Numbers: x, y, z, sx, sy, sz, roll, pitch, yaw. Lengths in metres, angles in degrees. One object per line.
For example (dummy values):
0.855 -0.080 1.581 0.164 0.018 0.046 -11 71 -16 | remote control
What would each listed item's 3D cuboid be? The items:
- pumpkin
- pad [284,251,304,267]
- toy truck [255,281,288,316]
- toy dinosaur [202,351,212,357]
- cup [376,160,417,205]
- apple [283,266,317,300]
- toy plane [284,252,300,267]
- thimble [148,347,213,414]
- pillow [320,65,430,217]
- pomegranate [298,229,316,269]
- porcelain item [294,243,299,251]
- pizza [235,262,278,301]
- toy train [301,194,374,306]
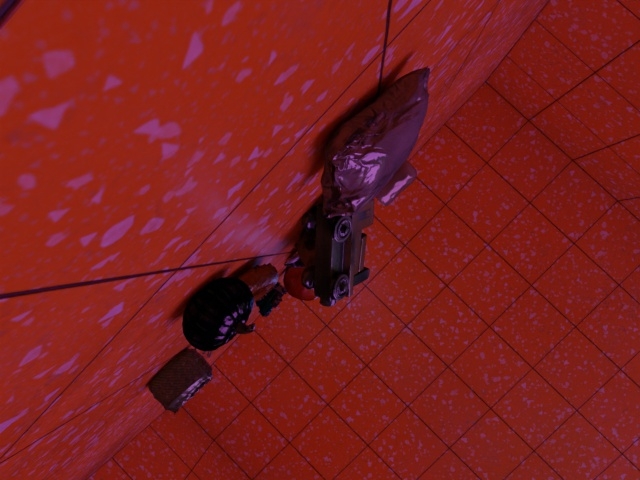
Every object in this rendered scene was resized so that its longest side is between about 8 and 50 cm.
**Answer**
-0.244 0.177 0.990 0.194 0.150 0.194 -25 165 -7 | pumpkin
-0.034 0.035 1.941 0.269 0.012 0.269 -44 -164 -20 | pad
-0.263 0.293 2.127 0.110 0.116 0.216 -46 -177 27 | toy truck
-0.541 0.517 2.052 0.187 0.044 0.106 -60 -173 12 | toy dinosaur
0.308 -0.277 1.824 0.202 0.173 0.255 -45 175 11 | cup
-0.076 0.209 2.303 0.242 0.242 0.241 -41 167 -52 | apple
-0.063 0.052 1.822 0.226 0.058 0.226 -39 -156 -20 | toy plane
-0.511 0.516 1.523 0.219 0.150 0.219 -45 176 -4 | thimble
0.112 -0.202 0.893 0.310 0.138 0.283 -46 168 -21 | pillow
-0.008 0.053 1.582 0.276 0.204 0.222 -45 144 -27 | pomegranate
0.000 0.000 1.747 0.215 0.069 0.081 -27 177 -9 | porcelain item
-0.232 0.155 1.257 0.226 0.086 0.335 -42 175 6 | pizza
0.067 0.024 1.396 0.253 0.160 0.397 -22 121 -48 | toy train
